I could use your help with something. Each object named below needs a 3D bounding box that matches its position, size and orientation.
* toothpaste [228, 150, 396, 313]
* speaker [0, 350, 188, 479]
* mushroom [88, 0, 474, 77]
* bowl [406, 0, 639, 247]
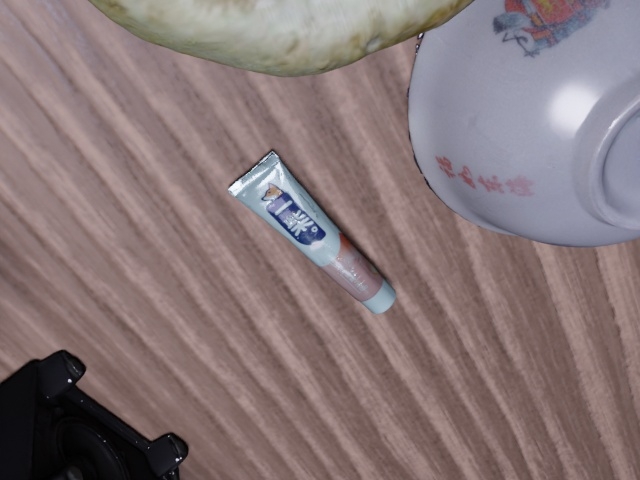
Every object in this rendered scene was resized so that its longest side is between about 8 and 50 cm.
[{"bbox_3d":[0.000,0.000,0.782,0.056,0.036,0.205,-39,120,11],"label":"toothpaste"},{"bbox_3d":[-0.281,0.280,0.801,0.254,0.184,0.232,-37,125,6],"label":"speaker"},{"bbox_3d":[-0.020,-0.261,0.463,0.352,0.260,0.352,-7,119,-12],"label":"mushroom"},{"bbox_3d":[0.261,-0.107,0.706,0.345,0.157,0.345,-7,125,-10],"label":"bowl"}]
